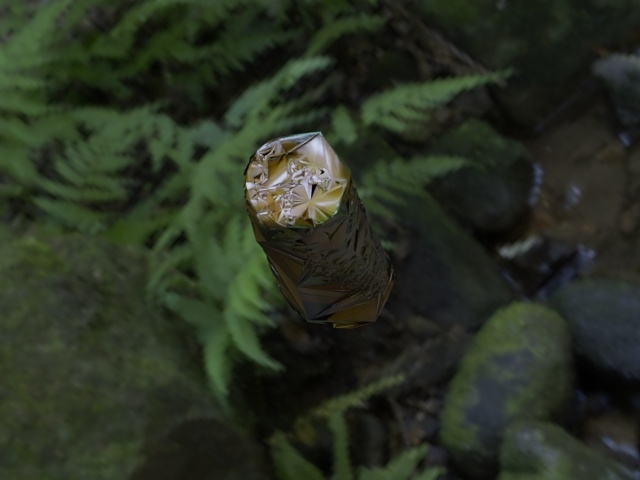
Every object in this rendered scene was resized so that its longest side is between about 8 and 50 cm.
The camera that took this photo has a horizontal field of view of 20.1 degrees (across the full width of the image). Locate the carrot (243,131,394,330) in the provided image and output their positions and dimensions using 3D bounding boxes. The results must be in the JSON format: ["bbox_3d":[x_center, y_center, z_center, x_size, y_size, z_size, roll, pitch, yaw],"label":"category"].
[{"bbox_3d":[0.000,-0.001,0.953,0.069,0.228,0.069,-2,74,7],"label":"carrot"}]
